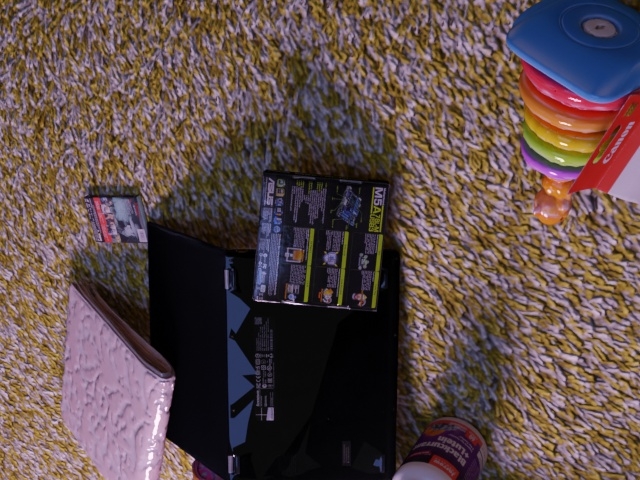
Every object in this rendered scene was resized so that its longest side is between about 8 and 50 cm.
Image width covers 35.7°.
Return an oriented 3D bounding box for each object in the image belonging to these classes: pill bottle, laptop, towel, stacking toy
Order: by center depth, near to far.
[{"bbox_3d":[0.308,-0.136,1.215,0.166,0.175,0.302,43,148,33],"label":"stacking toy"},{"bbox_3d":[0.171,0.359,1.490,0.108,0.193,0.108,13,119,24],"label":"pill bottle"},{"bbox_3d":[-0.088,0.175,1.609,0.408,0.236,0.382,0,103,-1],"label":"laptop"},{"bbox_3d":[-0.369,0.282,1.782,0.317,0.053,0.332,39,130,38],"label":"towel"}]

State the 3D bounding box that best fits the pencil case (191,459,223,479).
[{"bbox_3d":[-0.157,0.514,1.806,0.124,0.124,0.284,6,116,27],"label":"pencil case"}]

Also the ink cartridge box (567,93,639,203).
[{"bbox_3d":[0.385,-0.105,1.152,0.045,0.179,0.145,49,131,29],"label":"ink cartridge box"}]

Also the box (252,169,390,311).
[{"bbox_3d":[0.000,0.000,1.430,0.184,0.045,0.190,4,100,-3],"label":"box"}]

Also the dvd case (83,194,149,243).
[{"bbox_3d":[-0.349,-0.037,1.706,0.119,0.013,0.087,1,114,31],"label":"dvd case"}]
